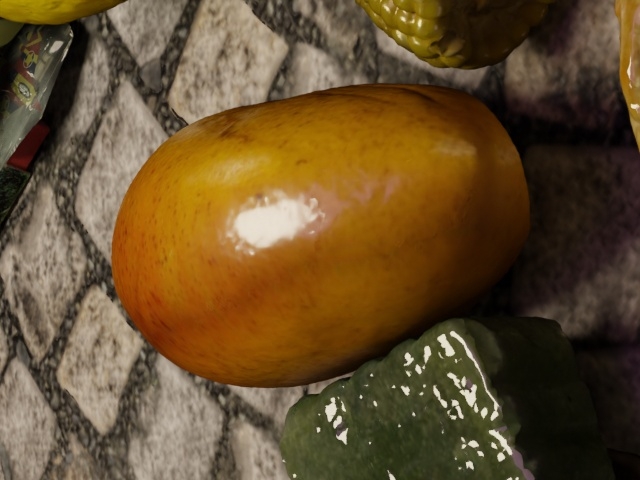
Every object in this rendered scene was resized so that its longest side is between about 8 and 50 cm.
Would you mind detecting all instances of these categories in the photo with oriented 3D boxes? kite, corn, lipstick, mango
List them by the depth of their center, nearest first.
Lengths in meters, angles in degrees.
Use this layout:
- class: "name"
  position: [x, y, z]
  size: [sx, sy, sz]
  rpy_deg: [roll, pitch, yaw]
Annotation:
- class: "mango"
  position: [0.000, 0.000, 0.962]
  size: [0.201, 0.199, 0.350]
  rpy_deg: [45, 155, -14]
- class: "corn"
  position: [0.024, -0.247, 0.975]
  size: [0.344, 0.131, 0.131]
  rpy_deg: [56, 130, 33]
- class: "kite"
  position: [-0.287, -0.166, 1.406]
  size: [0.141, 0.015, 0.245]
  rpy_deg: [-56, 42, 11]
- class: "lipstick"
  position: [-0.320, -0.009, 1.453]
  size: [0.051, 0.051, 0.312]
  rpy_deg: [55, 126, 26]

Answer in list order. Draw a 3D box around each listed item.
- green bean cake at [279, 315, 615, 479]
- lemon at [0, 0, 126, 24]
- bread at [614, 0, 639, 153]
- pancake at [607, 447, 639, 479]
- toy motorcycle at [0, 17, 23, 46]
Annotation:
- class: "green bean cake"
  position: [0.078, 0.151, 0.895]
  size: [0.183, 0.094, 0.185]
  rpy_deg: [-33, 66, 43]
- class: "lemon"
  position: [-0.199, -0.269, 1.161]
  size: [0.240, 0.240, 0.219]
  rpy_deg: [44, 133, 40]
- class: "bread"
  position: [0.236, -0.082, 0.719]
  size: [0.244, 0.134, 0.245]
  rpy_deg: [6, 98, 52]
- class: "pancake"
  position: [0.149, 0.254, 0.911]
  size: [0.288, 0.033, 0.286]
  rpy_deg: [29, 111, 45]
- class: "toy motorcycle"
  position: [-0.351, -0.264, 1.369]
  size: [0.237, 0.168, 0.410]
  rpy_deg: [-37, 59, 34]
